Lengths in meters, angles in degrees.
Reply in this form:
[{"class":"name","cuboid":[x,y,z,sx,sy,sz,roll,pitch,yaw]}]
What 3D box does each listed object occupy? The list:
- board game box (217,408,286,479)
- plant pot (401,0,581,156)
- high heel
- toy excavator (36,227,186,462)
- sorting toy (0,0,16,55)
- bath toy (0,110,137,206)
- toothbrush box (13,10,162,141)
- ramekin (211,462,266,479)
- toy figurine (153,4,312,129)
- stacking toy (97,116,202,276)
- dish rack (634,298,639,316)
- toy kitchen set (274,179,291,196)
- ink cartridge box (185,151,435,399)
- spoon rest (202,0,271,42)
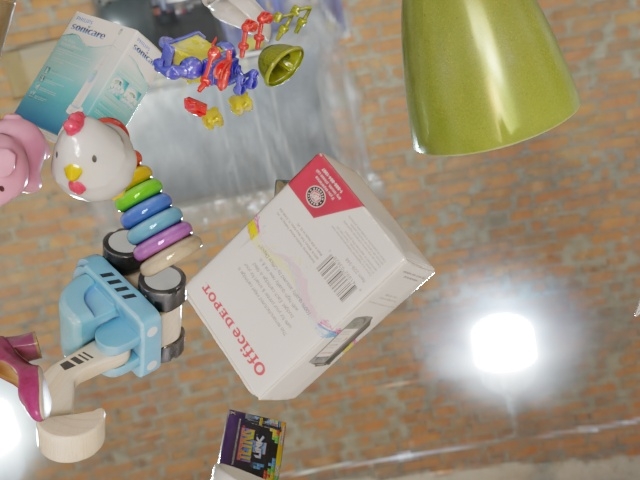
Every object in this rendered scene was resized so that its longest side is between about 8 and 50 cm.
[{"class":"board game box","cuboid":[-0.159,0.482,2.171,0.141,0.048,0.170,15,-139,-8]},{"class":"plant pot","cuboid":[0.237,-0.320,1.466,0.275,0.293,0.275,-16,-160,6]},{"class":"high heel","cuboid":[-0.521,0.233,1.574,0.117,0.082,0.244,-15,-144,-15]},{"class":"toy excavator","cuboid":[-0.474,0.228,2.009,0.445,0.222,0.433,-27,-128,-34]},{"class":"sorting toy","cuboid":[-0.623,-0.325,1.492,0.229,0.041,0.307,14,153,-22]},{"class":"bath toy","cuboid":[-0.396,-0.098,1.111,0.348,0.151,0.129,1,156,7]},{"class":"toothbrush box","cuboid":[-0.529,-0.354,2.167,0.216,0.295,0.126,22,170,32]},{"class":"ramekin","cuboid":[-0.116,0.567,1.895,0.277,0.135,0.277,25,171,4]},{"class":"toy figurine","cuboid":[-0.203,-0.376,1.818,0.217,0.191,0.362,25,-144,20]},{"class":"stacking toy","cuboid":[-0.378,-0.096,1.915,0.141,0.330,0.141,-30,-177,2]},{"class":"dish rack","cuboid":[0.684,0.002,1.703,0.072,0.333,0.285,33,-103,22]},{"class":"toy kitchen set","cuboid":[0.000,0.000,1.587,0.166,0.207,0.122,2,-162,-8]},{"class":"ink cartridge box","cuboid":[-0.020,0.058,1.411,0.306,0.226,0.131,-44,155,16]},{"class":"spoon rest","cuboid":[-0.194,-0.516,2.092,0.084,0.137,0.276,-44,-137,3]}]
